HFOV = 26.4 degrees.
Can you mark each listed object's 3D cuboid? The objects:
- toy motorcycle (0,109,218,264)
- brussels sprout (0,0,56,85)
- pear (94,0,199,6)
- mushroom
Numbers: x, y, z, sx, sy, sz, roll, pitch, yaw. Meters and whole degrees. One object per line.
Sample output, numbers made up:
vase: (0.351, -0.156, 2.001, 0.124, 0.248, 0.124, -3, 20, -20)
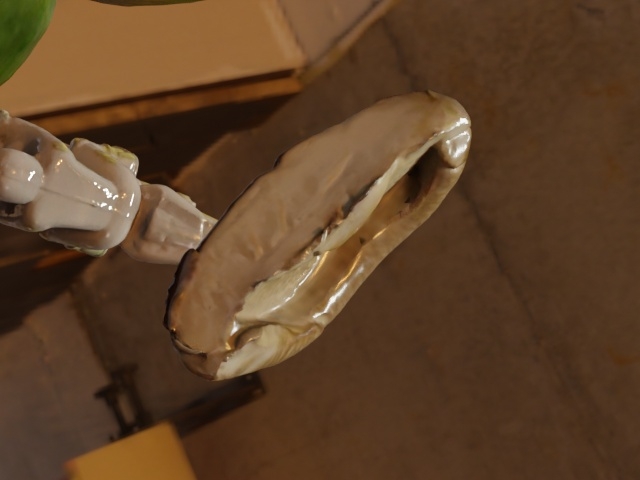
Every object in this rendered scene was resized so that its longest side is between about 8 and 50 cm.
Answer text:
toy motorcycle: (-0.248, -0.053, 1.260, 0.223, 0.341, 0.107, -156, -93, -79)
brussels sprout: (-0.174, -0.118, 0.527, 0.118, 0.155, 0.155, -31, -101, 23)
pear: (-0.038, -0.154, 0.340, 0.200, 0.200, 0.200, 15, -67, 41)
mushroom: (-0.002, 0.000, 0.761, 0.072, 0.210, 0.094, 36, -16, 32)
